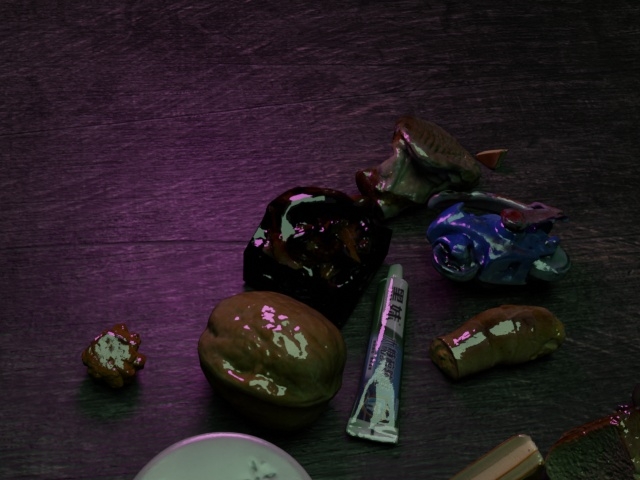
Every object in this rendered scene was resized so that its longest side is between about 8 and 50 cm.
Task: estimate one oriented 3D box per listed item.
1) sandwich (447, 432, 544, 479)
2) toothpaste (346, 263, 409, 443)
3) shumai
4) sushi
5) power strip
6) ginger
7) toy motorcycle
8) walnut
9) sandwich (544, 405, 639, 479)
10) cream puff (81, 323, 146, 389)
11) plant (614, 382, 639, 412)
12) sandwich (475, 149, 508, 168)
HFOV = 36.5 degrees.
[{"bbox_3d":[0.297,0.410,1.690,0.163,0.113,0.079,-17,52,-14],"label":"sandwich"},{"bbox_3d":[0.124,0.205,1.866,0.098,0.061,0.392,12,53,-2],"label":"toothpaste"},{"bbox_3d":[0.210,-0.146,2.129,0.271,0.204,0.222,10,35,-42],"label":"shumai"},{"bbox_3d":[-0.001,-0.001,1.915,0.227,0.212,0.215,25,54,13],"label":"sushi"},{"bbox_3d":[-0.169,0.489,1.541,0.357,0.161,0.357,3,53,-4],"label":"power strip"},{"bbox_3d":[0.345,0.191,1.885,0.263,0.116,0.109,-16,15,-14],"label":"ginger"},{"bbox_3d":[0.348,0.006,2.003,0.319,0.182,0.241,2,16,-20],"label":"toy motorcycle"},{"bbox_3d":[-0.091,0.208,1.729,0.283,0.227,0.283,19,16,-6],"label":"walnut"},{"bbox_3d":[0.518,0.436,1.632,0.099,0.254,0.288,-15,69,-30],"label":"sandwich"},{"bbox_3d":[-0.377,0.213,1.775,0.116,0.094,0.122,-7,77,-9],"label":"cream puff"},{"bbox_3d":[0.626,0.387,1.713,0.188,0.199,0.276,-11,61,-21],"label":"plant"},{"bbox_3d":[0.398,-0.186,2.228,0.031,0.044,0.083,-31,19,-33],"label":"sandwich"}]
